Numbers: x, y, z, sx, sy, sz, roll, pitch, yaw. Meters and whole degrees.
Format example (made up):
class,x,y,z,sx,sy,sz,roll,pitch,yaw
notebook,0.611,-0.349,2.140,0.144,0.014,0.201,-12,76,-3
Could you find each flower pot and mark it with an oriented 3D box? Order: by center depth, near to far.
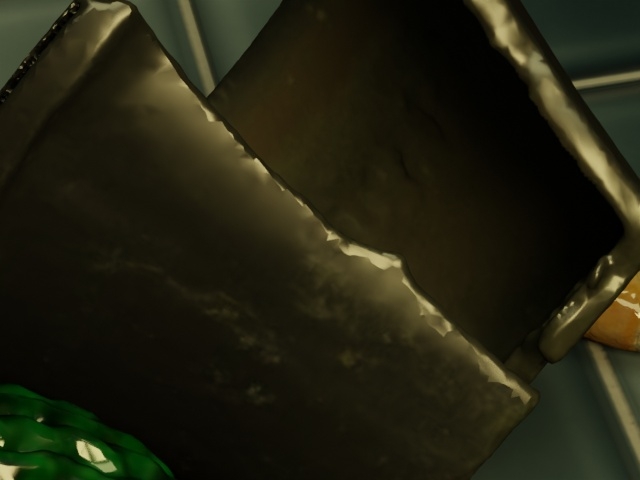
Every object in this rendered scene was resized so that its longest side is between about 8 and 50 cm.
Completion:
class,x,y,z,sx,sy,sz,roll,pitch,yaw
flower pot,0.000,0.000,0.890,0.251,0.379,0.379,40,56,4

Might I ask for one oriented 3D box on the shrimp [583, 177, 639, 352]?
class,x,y,z,sx,sy,sz,roll,pitch,yaw
shrimp,0.143,-0.007,1.044,0.236,0.053,0.133,21,53,11

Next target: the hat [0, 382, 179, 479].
class,x,y,z,sx,sy,sz,roll,pitch,yaw
hat,-0.078,0.208,0.768,0.332,0.242,0.274,11,69,-23
